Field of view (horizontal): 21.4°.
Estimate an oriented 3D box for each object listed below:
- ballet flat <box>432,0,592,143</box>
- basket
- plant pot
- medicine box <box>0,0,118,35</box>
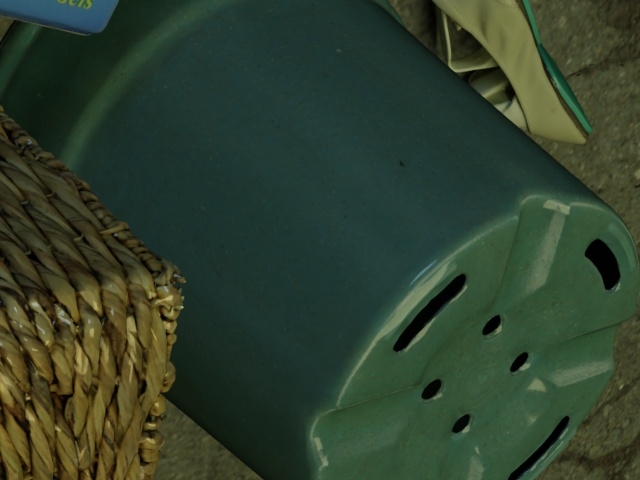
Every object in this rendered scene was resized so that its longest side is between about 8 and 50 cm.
[{"bbox_3d":[0.142,-0.143,1.323,0.086,0.086,0.248,-44,141,-7],"label":"ballet flat"},{"bbox_3d":[-0.250,0.052,0.910,0.223,0.299,0.213,-17,133,-38],"label":"basket"},{"bbox_3d":[0.000,0.000,1.084,0.341,0.334,0.341,-26,136,-28],"label":"plant pot"},{"bbox_3d":[-0.184,-0.277,0.820,0.263,0.149,0.289,8,116,-48],"label":"medicine box"}]
